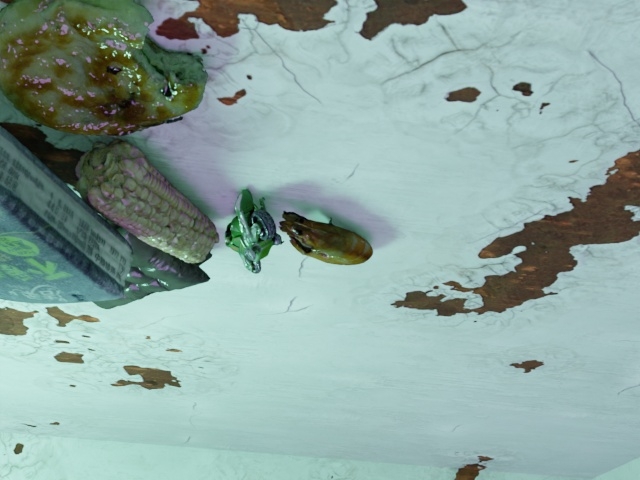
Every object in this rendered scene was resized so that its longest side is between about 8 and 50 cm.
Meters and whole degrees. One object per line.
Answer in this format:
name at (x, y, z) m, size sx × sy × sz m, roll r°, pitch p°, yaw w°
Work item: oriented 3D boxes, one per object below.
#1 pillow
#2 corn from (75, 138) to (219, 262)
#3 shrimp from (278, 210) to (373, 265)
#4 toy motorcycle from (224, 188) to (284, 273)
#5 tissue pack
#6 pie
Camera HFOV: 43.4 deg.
pillow at (-0.406, 0.046, 1.615) m, size 0.326 × 0.101 × 0.228 m, roll -19°, pitch 142°, yaw 31°
corn at (-0.293, -0.054, 1.397) m, size 0.127 × 0.126 × 0.335 m, roll -9°, pitch 151°, yaw 20°
shrimp at (0.000, 0.000, 1.531) m, size 0.150 × 0.068 × 0.249 m, roll -9°, pitch 155°, yaw 30°
toy motorcycle at (-0.130, -0.013, 1.490) m, size 0.074 × 0.106 × 0.190 m, roll -31°, pitch 162°, yaw -29°
tissue pack at (-0.511, -0.029, 1.251) m, size 0.288 × 0.124 × 0.394 m, roll 1°, pitch 153°, yaw 19°
pie at (-0.314, -0.236, 1.116) m, size 0.303 × 0.066 × 0.302 m, roll 1°, pitch 153°, yaw 0°
